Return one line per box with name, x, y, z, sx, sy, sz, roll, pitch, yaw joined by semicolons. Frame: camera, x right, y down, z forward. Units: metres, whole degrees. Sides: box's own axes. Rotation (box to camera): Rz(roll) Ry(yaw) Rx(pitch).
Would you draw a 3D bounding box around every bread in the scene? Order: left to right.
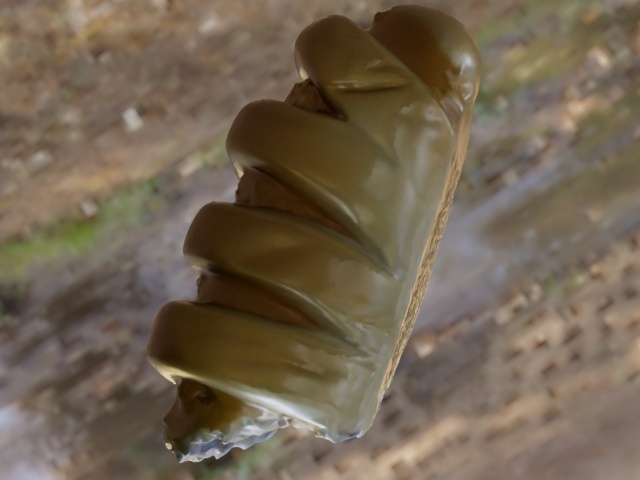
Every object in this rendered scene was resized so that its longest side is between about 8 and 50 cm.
bread;0.000;0.000;0.676;0.119;0.084;0.177;66;46;-80
